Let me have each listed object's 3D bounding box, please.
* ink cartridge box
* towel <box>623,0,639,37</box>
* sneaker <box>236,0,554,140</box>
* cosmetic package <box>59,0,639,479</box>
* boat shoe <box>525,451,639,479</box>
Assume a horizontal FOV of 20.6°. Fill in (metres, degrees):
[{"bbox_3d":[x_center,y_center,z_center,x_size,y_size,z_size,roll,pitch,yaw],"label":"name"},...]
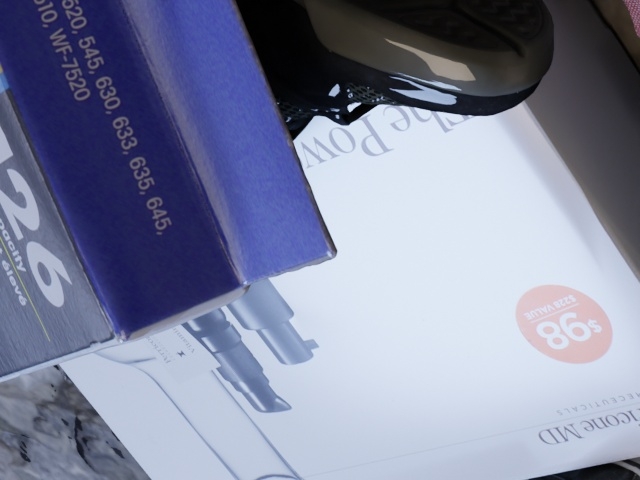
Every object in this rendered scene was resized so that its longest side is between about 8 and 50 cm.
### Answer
[{"bbox_3d":[-0.144,-0.095,0.727,0.307,0.072,0.303,-22,91,62],"label":"ink cartridge box"},{"bbox_3d":[0.207,-0.195,0.596,0.329,0.037,0.237,-3,124,44],"label":"towel"},{"bbox_3d":[-0.006,-0.067,0.704,0.228,0.087,0.130,17,127,32],"label":"sneaker"},{"bbox_3d":[0.000,0.000,0.892,0.377,0.097,0.284,-20,116,43],"label":"cosmetic package"},{"bbox_3d":[0.121,0.147,0.908,0.077,0.070,0.219,59,162,6],"label":"boat shoe"}]
